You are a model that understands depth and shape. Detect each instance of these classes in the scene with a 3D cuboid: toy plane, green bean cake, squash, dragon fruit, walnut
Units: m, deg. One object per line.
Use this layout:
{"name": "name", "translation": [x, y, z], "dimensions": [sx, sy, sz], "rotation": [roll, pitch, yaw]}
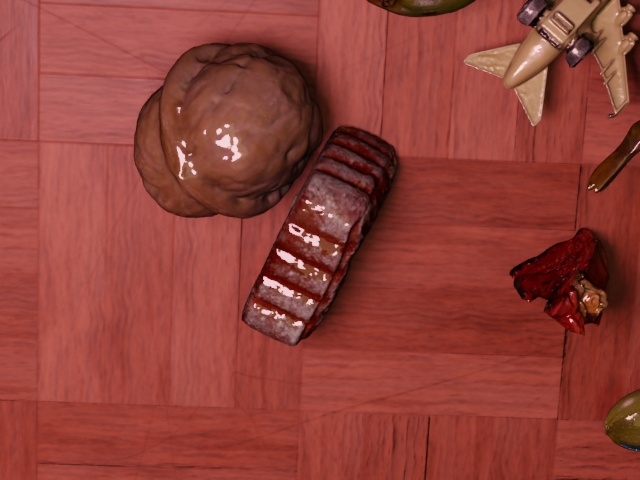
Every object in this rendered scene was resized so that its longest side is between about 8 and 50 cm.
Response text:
{"name": "toy plane", "translation": [0.296, -0.268, 1.652], "dimensions": [0.242, 0.104, 0.256], "rotation": [43, 105, 5]}
{"name": "green bean cake", "translation": [0.000, 0.000, 1.683], "dimensions": [0.097, 0.198, 0.233], "rotation": [26, 117, 1]}
{"name": "squash", "translation": [0.518, 0.189, 1.765], "dimensions": [0.341, 0.094, 0.094], "rotation": [-21, 103, 2]}
{"name": "dragon fruit", "translation": [0.291, 0.042, 1.675], "dimensions": [0.122, 0.192, 0.092], "rotation": [23, 109, 7]}
{"name": "walnut", "translation": [-0.108, -0.123, 1.604], "dimensions": [0.224, 0.224, 0.224], "rotation": [0, 103, -2]}

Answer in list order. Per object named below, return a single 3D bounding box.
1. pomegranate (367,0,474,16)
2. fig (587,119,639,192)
{"name": "pomegranate", "translation": [0.121, -0.367, 1.587], "dimensions": [0.202, 0.202, 0.248], "rotation": [31, 70, -9]}
{"name": "fig", "translation": [0.446, -0.176, 1.572], "dimensions": [0.368, 0.286, 0.286], "rotation": [-44, 101, 2]}
